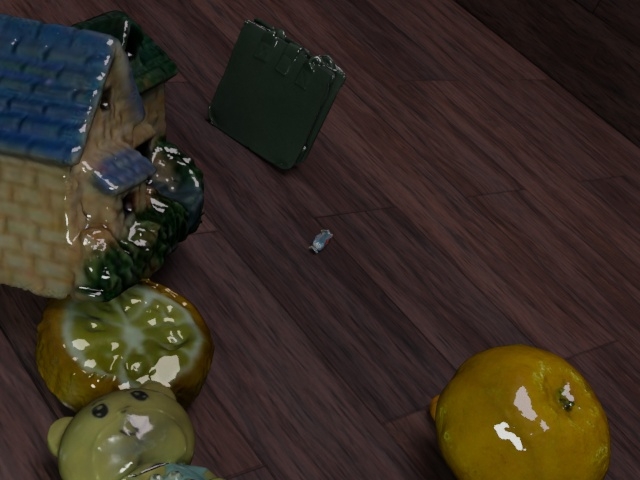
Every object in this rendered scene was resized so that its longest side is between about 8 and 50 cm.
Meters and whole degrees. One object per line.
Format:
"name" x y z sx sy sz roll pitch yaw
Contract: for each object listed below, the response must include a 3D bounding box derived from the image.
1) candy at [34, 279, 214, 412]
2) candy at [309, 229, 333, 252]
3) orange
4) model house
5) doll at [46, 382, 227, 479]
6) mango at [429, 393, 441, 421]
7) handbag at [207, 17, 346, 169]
"candy" -0.285 0.154 1.461 0.260 0.118 0.260 17 33 -11
"candy" 0.000 -0.001 1.981 0.030 0.020 0.083 33 34 11
"orange" 0.311 0.298 1.564 0.279 0.235 0.279 22 43 -22
"model house" -0.386 -0.184 1.529 0.395 0.400 0.445 10 23 18
"doll" -0.219 0.298 1.254 0.177 0.161 0.260 -22 54 -24
"mango" 0.220 0.299 1.685 0.060 0.046 0.089 -13 61 -43
"handbag" -0.098 -0.314 2.140 0.247 0.260 0.079 36 28 16
